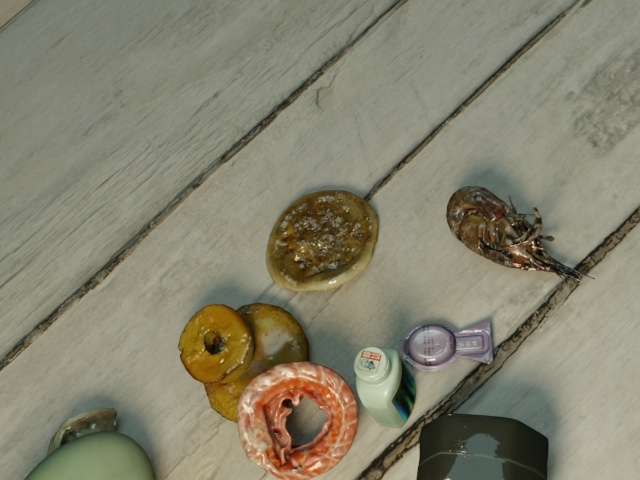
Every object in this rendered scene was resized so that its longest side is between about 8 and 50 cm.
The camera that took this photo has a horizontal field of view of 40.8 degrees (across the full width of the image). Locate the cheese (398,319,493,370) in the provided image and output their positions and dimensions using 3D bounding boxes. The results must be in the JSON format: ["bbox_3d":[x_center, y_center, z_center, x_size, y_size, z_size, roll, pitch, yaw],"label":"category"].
[{"bbox_3d":[0.253,0.214,1.751,0.191,0.042,0.105,-5,62,15],"label":"cheese"}]

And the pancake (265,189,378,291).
[{"bbox_3d":[0.001,0.000,1.956,0.282,0.049,0.282,-8,57,13],"label":"pancake"}]

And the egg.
[{"bbox_3d":[-0.472,0.557,1.668,0.276,0.276,0.389,16,68,26],"label":"egg"}]

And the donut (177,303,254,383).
[{"bbox_3d":[-0.215,0.223,1.820,0.162,0.065,0.178,-35,54,6],"label":"donut"}]

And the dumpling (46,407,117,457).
[{"bbox_3d":[-0.521,0.434,1.842,0.118,0.136,0.199,32,86,23],"label":"dumpling"}]

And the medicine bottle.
[{"bbox_3d":[0.123,0.273,1.651,0.083,0.229,0.121,6,64,21],"label":"medicine bottle"}]

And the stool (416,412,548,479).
[{"bbox_3d":[0.287,0.402,1.533,0.232,0.232,0.141,0,60,19],"label":"stool"}]

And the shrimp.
[{"bbox_3d":[0.408,-0.007,1.780,0.343,0.116,0.145,34,100,28],"label":"shrimp"}]

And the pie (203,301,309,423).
[{"bbox_3d":[-0.142,0.262,1.843,0.273,0.069,0.273,-9,58,14],"label":"pie"}]

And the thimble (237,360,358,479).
[{"bbox_3d":[-0.045,0.345,1.668,0.239,0.162,0.239,0,81,-3],"label":"thimble"}]
